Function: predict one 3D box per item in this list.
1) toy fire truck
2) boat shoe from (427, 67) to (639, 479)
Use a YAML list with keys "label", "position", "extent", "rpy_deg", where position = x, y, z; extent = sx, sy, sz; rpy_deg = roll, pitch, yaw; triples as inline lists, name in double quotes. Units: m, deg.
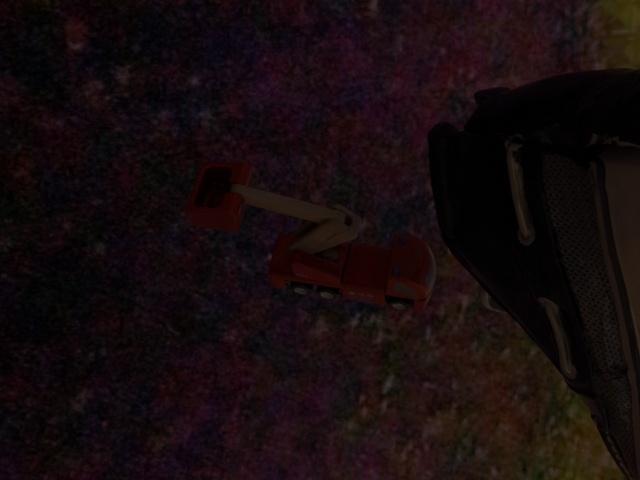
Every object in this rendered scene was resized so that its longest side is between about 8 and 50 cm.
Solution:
- label: "toy fire truck"
  position: [0.000, 0.000, 0.576]
  extent: [0.135, 0.192, 0.047]
  rpy_deg: [81, 20, -62]
- label: "boat shoe"
  position: [0.181, 0.045, 0.460]
  extent: [0.127, 0.158, 0.340]
  rpy_deg: [-37, 121, -28]
